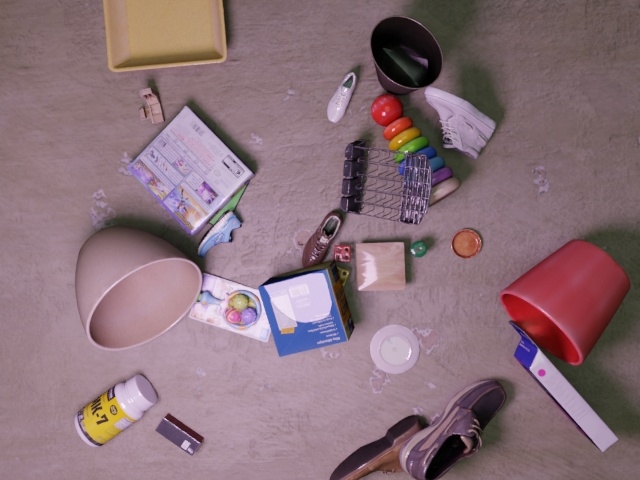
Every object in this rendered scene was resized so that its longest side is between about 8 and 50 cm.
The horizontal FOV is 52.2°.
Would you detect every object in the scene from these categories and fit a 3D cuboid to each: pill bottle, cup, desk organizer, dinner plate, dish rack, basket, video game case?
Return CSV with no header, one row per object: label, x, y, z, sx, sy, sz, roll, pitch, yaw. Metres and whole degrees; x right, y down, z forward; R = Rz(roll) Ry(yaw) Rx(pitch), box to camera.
pill bottle,-0.574,0.477,1.840,0.208,0.119,0.119,-36,90,3
cup,-0.520,0.097,1.756,0.331,0.331,0.237,-45,61,3
desk organizer,-0.402,0.554,1.868,0.130,0.050,0.047,35,93,1
dinner plate,0.211,0.309,1.849,0.141,0.017,0.141,0,90,3
dish rack,0.176,-0.152,1.735,0.271,0.074,0.208,13,106,32
basket,0.218,-0.466,1.720,0.204,0.227,0.154,45,93,2
video game case,-0.361,-0.194,1.832,0.244,0.061,0.269,-45,86,3

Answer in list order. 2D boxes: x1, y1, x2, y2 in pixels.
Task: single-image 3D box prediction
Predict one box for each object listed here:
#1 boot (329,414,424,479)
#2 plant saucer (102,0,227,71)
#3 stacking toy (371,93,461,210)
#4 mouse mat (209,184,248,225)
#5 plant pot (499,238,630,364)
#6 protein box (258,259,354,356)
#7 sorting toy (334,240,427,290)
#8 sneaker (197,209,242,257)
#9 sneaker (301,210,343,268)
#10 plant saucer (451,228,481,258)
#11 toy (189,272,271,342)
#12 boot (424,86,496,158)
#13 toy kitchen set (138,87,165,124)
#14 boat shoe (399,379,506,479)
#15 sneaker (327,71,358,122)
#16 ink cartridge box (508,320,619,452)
boot,0.170,0.620,1.821,0.305,0.112,0.115,-32,101,1
plant saucer,-0.429,-0.641,1.820,0.332,0.081,0.333,-4,92,3
stacking toy,0.240,-0.251,1.784,0.141,0.141,0.330,-32,83,3
mouse mat,-0.299,-0.145,1.865,0.152,0.007,0.190,29,94,2
plant pot,0.651,0.146,1.713,0.243,0.275,0.275,-44,89,-8
protein box,-0.035,0.184,1.776,0.199,0.136,0.201,-16,96,12
sorting toy,0.160,0.072,1.825,0.274,0.046,0.132,-2,92,8
sneaker,-0.285,-0.007,1.840,0.073,0.063,0.162,41,103,-14
sneaker,0.000,0.000,1.822,0.066,0.071,0.188,27,92,2
plant saucer,0.408,0.010,1.832,0.083,0.013,0.084,0,92,3
toy,-0.245,0.193,1.847,0.237,0.056,0.137,18,93,2
boot,0.358,-0.306,1.740,0.258,0.095,0.123,22,97,-32
toy kitchen set,-0.488,-0.372,1.832,0.068,0.075,0.083,-14,87,4
boat shoe,0.380,0.525,1.758,0.355,0.130,0.132,-41,116,-9
sneaker,0.058,-0.401,1.813,0.053,0.061,0.152,23,94,0
ink cartridge box,0.627,0.384,1.751,0.069,0.176,0.371,-39,89,4
